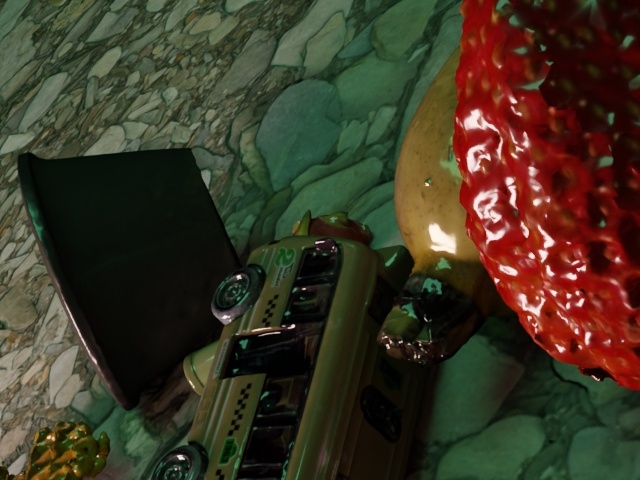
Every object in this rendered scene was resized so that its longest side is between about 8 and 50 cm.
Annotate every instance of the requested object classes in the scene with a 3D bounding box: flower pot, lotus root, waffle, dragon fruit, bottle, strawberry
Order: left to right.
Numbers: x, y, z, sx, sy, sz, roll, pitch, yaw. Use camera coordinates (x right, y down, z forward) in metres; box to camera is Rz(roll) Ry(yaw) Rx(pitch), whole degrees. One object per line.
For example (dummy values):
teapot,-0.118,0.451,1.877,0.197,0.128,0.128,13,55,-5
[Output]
waffle,-0.293,0.266,1.141,0.232,0.051,0.228,-15,32,52
flower pot,-0.167,0.015,1.175,0.166,0.269,0.269,-21,32,-5
bottle,-0.073,0.106,1.113,0.101,0.047,0.063,-29,71,16
dragon fruit,0.000,0.000,1.135,0.083,0.060,0.056,-23,41,34
lotus root,0.138,-0.034,0.900,0.183,0.183,0.310,3,57,50
strawberry,0.176,-0.060,0.691,0.250,0.288,0.238,17,65,51

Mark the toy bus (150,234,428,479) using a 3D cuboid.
toy bus,-0.008,0.133,0.917,0.157,0.139,0.289,-13,45,35
